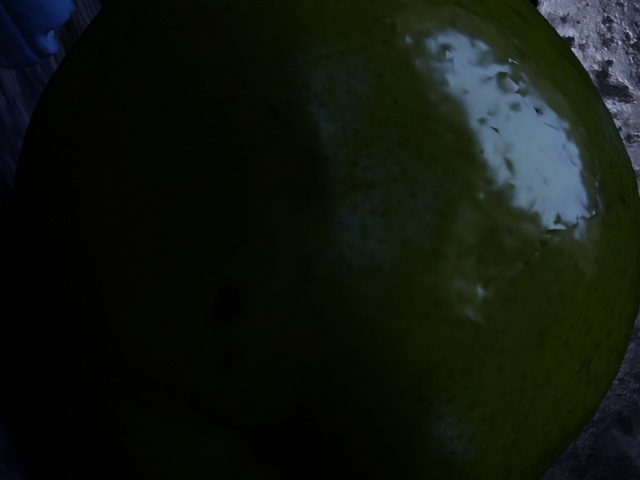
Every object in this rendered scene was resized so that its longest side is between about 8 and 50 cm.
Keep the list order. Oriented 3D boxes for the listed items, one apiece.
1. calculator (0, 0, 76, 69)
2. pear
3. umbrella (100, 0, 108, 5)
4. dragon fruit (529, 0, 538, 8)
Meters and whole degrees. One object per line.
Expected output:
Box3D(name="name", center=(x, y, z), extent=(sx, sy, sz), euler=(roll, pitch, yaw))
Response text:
Box3D(name="calculator", center=(-0.136, -0.149, 0.548), extent=(0.210, 0.039, 0.121), euler=(64, 2, -49))
Box3D(name="pear", center=(-0.001, 0.000, 0.488), extent=(0.198, 0.198, 0.198), euler=(-24, 90, -88))
Box3D(name="umbrella", center=(-0.093, -0.122, 0.592), extent=(0.122, 0.013, 0.022), euler=(64, 24, -60))
Box3D(name="dragon fruit", center=(0.012, -0.188, 1.263), extent=(0.329, 0.329, 0.329), euler=(-24, 90, -88))
